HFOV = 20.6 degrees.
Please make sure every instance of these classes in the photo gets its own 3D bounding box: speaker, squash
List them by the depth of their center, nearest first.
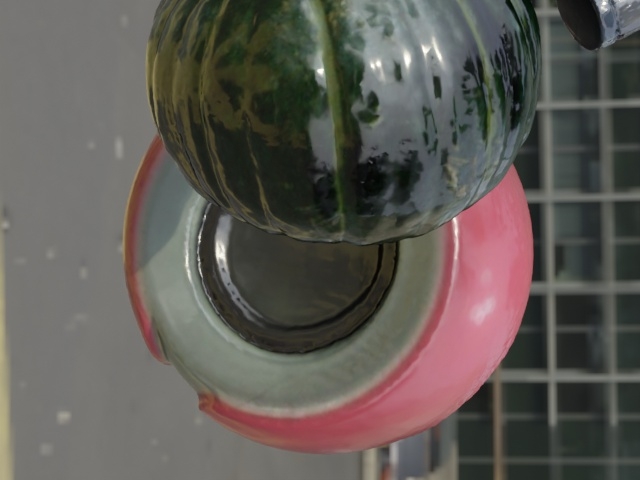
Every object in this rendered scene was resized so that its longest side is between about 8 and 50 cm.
[{"bbox_3d":[0.013,-0.090,0.924,0.172,0.218,0.218,60,24,-26],"label":"squash"},{"bbox_3d":[0.000,0.000,1.267,0.294,0.294,0.294,-1,90,-79],"label":"speaker"}]

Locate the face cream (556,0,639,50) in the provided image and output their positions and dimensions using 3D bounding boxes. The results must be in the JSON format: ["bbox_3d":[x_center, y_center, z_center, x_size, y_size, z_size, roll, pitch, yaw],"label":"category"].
[{"bbox_3d":[0.280,-0.201,1.091,0.071,0.291,0.144,32,-36,67],"label":"face cream"}]
